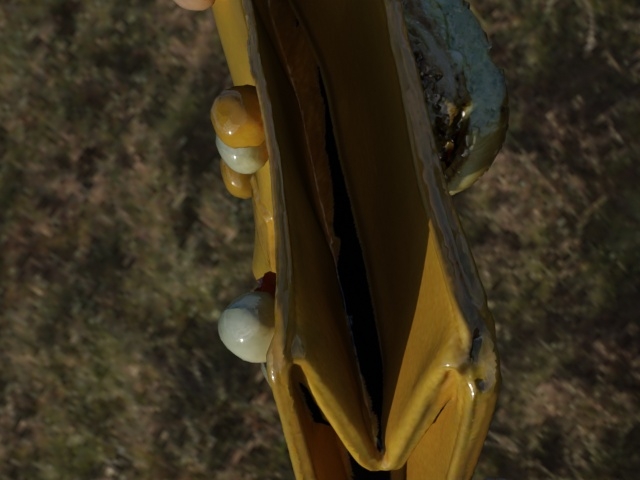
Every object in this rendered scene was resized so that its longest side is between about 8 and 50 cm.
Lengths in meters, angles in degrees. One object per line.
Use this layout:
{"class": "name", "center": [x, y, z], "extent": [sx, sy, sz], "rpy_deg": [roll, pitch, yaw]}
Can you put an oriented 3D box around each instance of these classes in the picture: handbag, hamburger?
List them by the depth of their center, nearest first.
{"class": "handbag", "center": [0.000, 0.000, 0.946], "extent": [0.133, 0.283, 0.401], "rpy_deg": [-10, 50, -3]}
{"class": "hamburger", "center": [0.087, -0.189, 2.053], "extent": [0.195, 0.277, 0.318], "rpy_deg": [-17, 68, -23]}

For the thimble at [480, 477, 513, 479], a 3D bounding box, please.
{"class": "thimble", "center": [0.169, 0.302, 1.460], "extent": [0.118, 0.151, 0.127], "rpy_deg": [44, 123, 38]}
